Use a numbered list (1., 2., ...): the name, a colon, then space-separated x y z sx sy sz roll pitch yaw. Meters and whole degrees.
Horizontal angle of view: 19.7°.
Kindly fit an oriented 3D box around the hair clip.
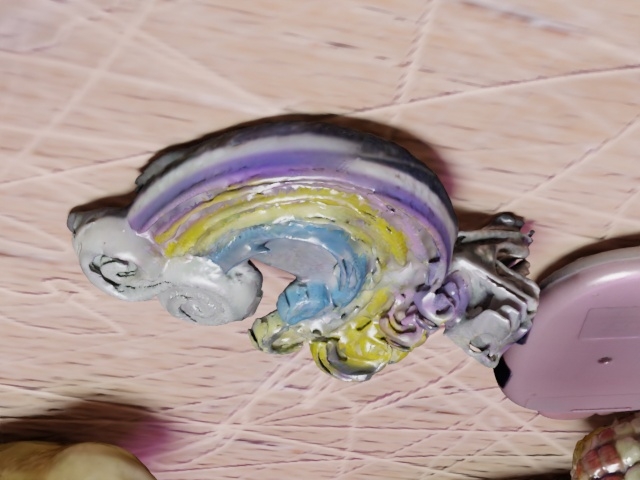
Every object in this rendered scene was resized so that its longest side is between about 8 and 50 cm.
1. hair clip: 0.000 0.000 0.682 0.172 0.049 0.116 17 132 -20

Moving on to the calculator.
1. calculator: 0.128 0.045 0.794 0.103 0.024 0.166 -2 152 -5

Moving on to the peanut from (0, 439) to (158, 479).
1. peanut: -0.148 0.169 0.883 0.137 0.122 0.253 4 145 -16

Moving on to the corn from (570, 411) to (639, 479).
1. corn: 0.229 0.097 0.844 0.237 0.079 0.079 -13 150 10
